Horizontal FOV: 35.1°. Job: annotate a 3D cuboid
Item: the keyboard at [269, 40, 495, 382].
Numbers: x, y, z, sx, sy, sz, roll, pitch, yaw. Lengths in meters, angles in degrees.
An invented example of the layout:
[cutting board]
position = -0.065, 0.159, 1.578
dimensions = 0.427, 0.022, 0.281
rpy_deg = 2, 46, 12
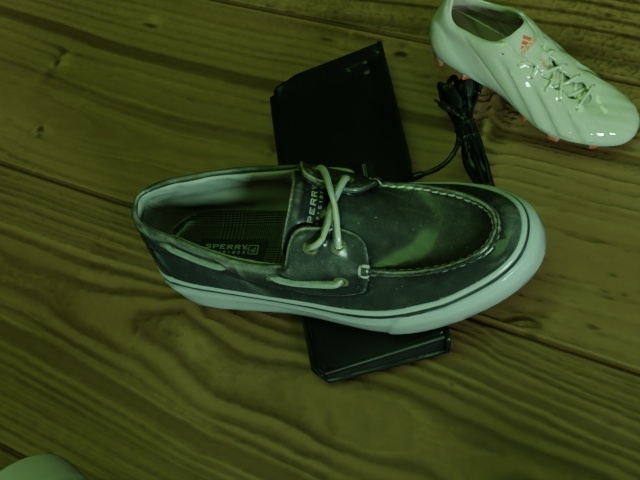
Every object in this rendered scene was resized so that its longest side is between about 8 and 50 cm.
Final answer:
[keyboard]
position = 0.064, -0.044, 0.876
dimensions = 0.201, 0.033, 0.317
rpy_deg = -19, 58, 15

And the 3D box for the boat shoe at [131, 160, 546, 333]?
[boat shoe]
position = 0.000, 0.000, 0.790
dimensions = 0.335, 0.119, 0.121
rpy_deg = -4, 62, 23

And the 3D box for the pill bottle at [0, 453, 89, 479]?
[pill bottle]
position = -0.135, 0.269, 0.697
dimensions = 0.272, 0.152, 0.152
rpy_deg = 34, 77, 31

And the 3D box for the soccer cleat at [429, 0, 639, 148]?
[soccer cleat]
position = 0.177, -0.142, 0.840
dimensions = 0.196, 0.076, 0.068
rpy_deg = 32, 63, 13
